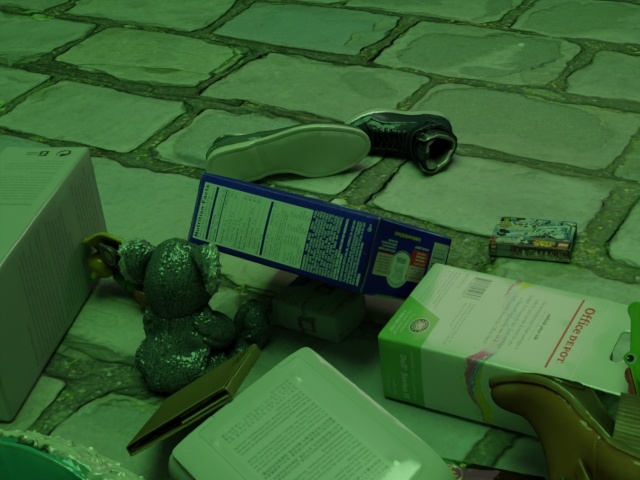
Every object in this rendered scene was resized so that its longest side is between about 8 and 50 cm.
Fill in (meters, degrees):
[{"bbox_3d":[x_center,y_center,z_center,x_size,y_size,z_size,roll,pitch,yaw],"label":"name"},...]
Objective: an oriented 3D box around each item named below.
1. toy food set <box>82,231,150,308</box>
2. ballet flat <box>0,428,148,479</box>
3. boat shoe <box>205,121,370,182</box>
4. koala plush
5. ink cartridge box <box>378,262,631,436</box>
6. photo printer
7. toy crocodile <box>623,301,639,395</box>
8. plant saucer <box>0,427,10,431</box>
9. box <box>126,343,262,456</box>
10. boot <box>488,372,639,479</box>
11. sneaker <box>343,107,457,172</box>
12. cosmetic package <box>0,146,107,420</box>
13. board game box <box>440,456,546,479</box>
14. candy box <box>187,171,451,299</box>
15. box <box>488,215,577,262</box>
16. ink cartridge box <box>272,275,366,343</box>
[{"bbox_3d":[-0.303,0.060,1.948,0.218,0.128,0.071,20,68,20],"label":"toy food set"},{"bbox_3d":[-0.219,0.332,1.377,0.409,0.147,0.147,22,40,24],"label":"ballet flat"},{"bbox_3d":[-0.064,-0.185,2.303,0.319,0.116,0.099,-10,35,4],"label":"boat shoe"},{"bbox_3d":[-0.202,0.093,1.775,0.196,0.221,0.203,9,35,22],"label":"koala plush"},{"bbox_3d":[0.284,0.162,1.679,0.353,0.119,0.207,12,37,27],"label":"ink cartridge box"},{"bbox_3d":[-0.003,0.298,1.470,0.256,0.107,0.307,-38,49,-21],"label":"photo printer"},{"bbox_3d":[0.435,0.233,1.454,0.105,0.115,0.340,-25,59,23],"label":"toy crocodile"},{"bbox_3d":[-0.441,0.384,1.482,0.332,0.081,0.333,14,37,27],"label":"plant saucer"},{"bbox_3d":[-0.169,0.216,1.629,0.164,0.021,0.201,-32,5,13],"label":"box"},{"bbox_3d":[0.303,0.282,1.445,0.283,0.220,0.109,9,-5,42],"label":"boot"},{"bbox_3d":[0.153,-0.192,2.302,0.226,0.086,0.163,-6,29,-2],"label":"sneaker"},{"bbox_3d":[-0.494,0.052,1.886,0.161,0.230,0.453,1,32,12],"label":"cosmetic package"},{"bbox_3d":[0.145,0.330,1.519,0.259,0.030,0.136,8,36,21],"label":"board game box"},{"bbox_3d":[0.000,0.000,1.827,0.317,0.122,0.268,16,1,30],"label":"candy box"},{"bbox_3d":[0.361,-0.003,2.019,0.137,0.027,0.094,6,32,18],"label":"box"},{"bbox_3d":[-0.001,0.107,1.880,0.122,0.052,0.088,15,37,29],"label":"ink cartridge box"}]
